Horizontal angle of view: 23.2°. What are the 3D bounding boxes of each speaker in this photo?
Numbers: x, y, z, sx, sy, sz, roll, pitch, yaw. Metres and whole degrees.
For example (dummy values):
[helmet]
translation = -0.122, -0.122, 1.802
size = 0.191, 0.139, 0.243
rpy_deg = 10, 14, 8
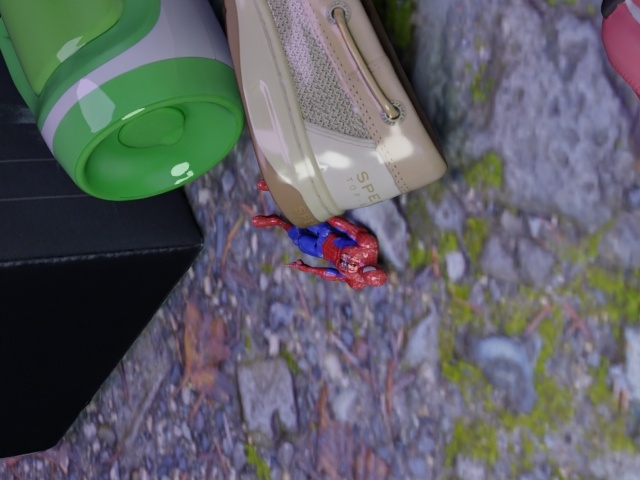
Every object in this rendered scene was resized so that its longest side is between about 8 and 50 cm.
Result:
[speaker]
translation = -0.150, -0.175, 0.972
size = 0.131, 0.131, 0.296
rpy_deg = -49, 57, 45

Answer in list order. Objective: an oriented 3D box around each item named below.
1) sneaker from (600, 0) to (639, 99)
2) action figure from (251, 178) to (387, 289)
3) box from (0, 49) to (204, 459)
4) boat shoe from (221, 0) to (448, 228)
[sneaker]
translation = 0.191, 0.016, 0.552
size = 0.314, 0.116, 0.136
rpy_deg = 51, 134, 36
[action figure]
translation = 0.000, 0.000, 0.880
size = 0.115, 0.030, 0.038
rpy_deg = 31, 114, 45
[box]
translation = -0.409, -0.092, 1.036
size = 0.297, 0.480, 0.472
rpy_deg = -51, 56, 42
[boat shoe]
translation = -0.009, -0.162, 0.819
size = 0.098, 0.109, 0.302
rpy_deg = -17, 78, 13
